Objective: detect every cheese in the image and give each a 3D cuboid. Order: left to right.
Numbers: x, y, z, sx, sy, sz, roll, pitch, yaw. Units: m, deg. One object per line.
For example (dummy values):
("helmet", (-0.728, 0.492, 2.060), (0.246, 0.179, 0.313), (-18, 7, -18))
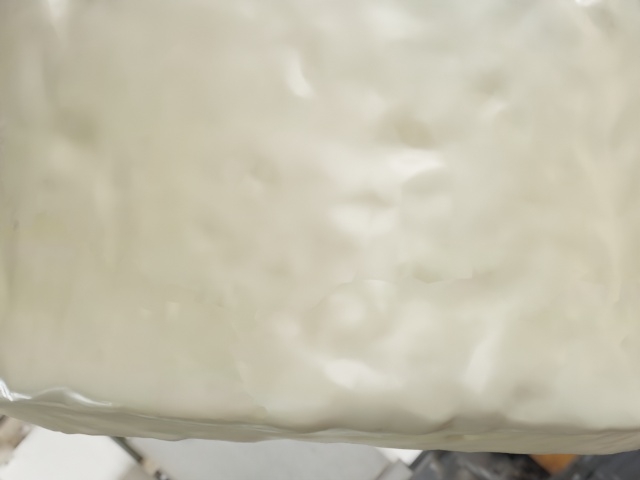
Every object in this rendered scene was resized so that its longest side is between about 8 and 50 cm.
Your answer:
("cheese", (0.002, 0.003, 0.534), (0.332, 0.292, 0.153), (132, 140, -84))
